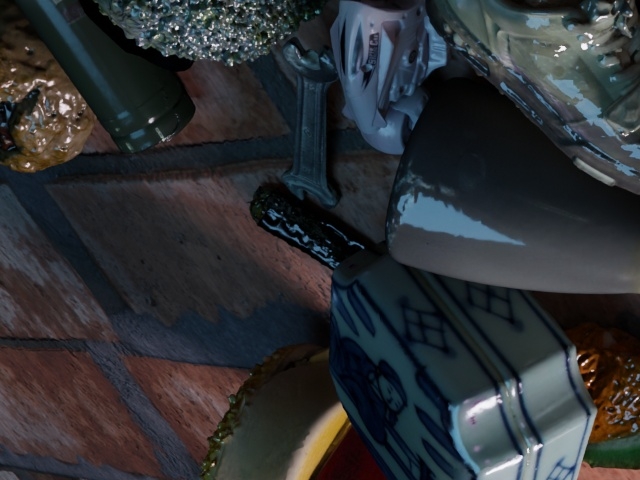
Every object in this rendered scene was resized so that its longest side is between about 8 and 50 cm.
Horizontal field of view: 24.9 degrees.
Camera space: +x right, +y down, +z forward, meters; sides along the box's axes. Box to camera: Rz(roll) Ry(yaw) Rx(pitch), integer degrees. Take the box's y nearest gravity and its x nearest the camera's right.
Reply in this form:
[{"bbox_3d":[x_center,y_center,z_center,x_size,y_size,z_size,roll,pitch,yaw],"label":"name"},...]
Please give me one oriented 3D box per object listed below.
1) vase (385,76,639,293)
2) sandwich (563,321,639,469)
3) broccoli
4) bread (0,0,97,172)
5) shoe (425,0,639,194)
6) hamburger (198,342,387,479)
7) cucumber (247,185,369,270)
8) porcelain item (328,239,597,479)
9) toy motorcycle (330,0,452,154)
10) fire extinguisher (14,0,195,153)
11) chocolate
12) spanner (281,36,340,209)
[{"bbox_3d":[0.230,-0.011,1.244,0.321,0.173,0.173,21,144,15],"label":"vase"},{"bbox_3d":[0.305,0.148,1.426,0.185,0.109,0.160,-21,93,53],"label":"sandwich"},{"bbox_3d":[-0.099,-0.251,1.249,0.176,0.226,0.198,48,126,18],"label":"broccoli"},{"bbox_3d":[-0.363,-0.175,1.632,0.230,0.123,0.230,26,144,21],"label":"bread"},{"bbox_3d":[0.216,-0.151,1.116,0.293,0.109,0.149,37,153,9],"label":"shoe"},{"bbox_3d":[-0.022,0.269,1.701,0.170,0.302,0.302,19,144,37],"label":"hamburger"},{"bbox_3d":[0.000,0.000,1.571,0.181,0.053,0.053,34,147,2],"label":"cucumber"},{"bbox_3d":[0.127,0.148,1.441,0.281,0.157,0.286,53,158,31],"label":"porcelain item"},{"bbox_3d":[0.051,-0.171,1.255,0.112,0.112,0.254,18,141,27],"label":"toy motorcycle"},{"bbox_3d":[-0.252,-0.230,1.468,0.311,0.114,0.095,59,175,-28],"label":"fire extinguisher"},{"bbox_3d":[-0.154,-0.244,1.389,0.148,0.080,0.125,26,135,30],"label":"chocolate"},{"bbox_3d":[-0.010,-0.110,1.429,0.071,0.017,0.302,27,157,13],"label":"spanner"}]
